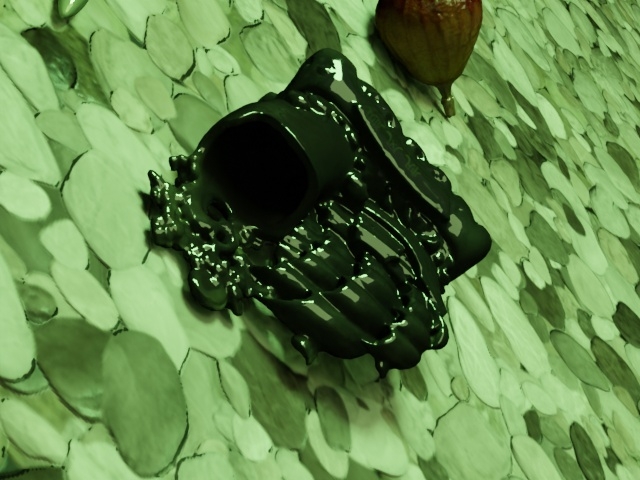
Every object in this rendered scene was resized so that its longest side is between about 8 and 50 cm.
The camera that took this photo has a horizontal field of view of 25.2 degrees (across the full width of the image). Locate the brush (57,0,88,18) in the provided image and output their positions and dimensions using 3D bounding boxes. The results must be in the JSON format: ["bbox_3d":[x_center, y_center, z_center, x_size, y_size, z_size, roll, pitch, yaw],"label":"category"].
[{"bbox_3d":[-0.161,-0.247,1.126,0.042,0.039,0.299,44,30,-24],"label":"brush"}]

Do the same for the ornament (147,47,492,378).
[{"bbox_3d":[0.000,0.000,1.054,0.251,0.106,0.260,48,32,-10],"label":"ornament"}]

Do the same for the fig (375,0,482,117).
[{"bbox_3d":[0.128,-0.214,1.477,0.153,0.119,0.119,51,27,-7],"label":"fig"}]
